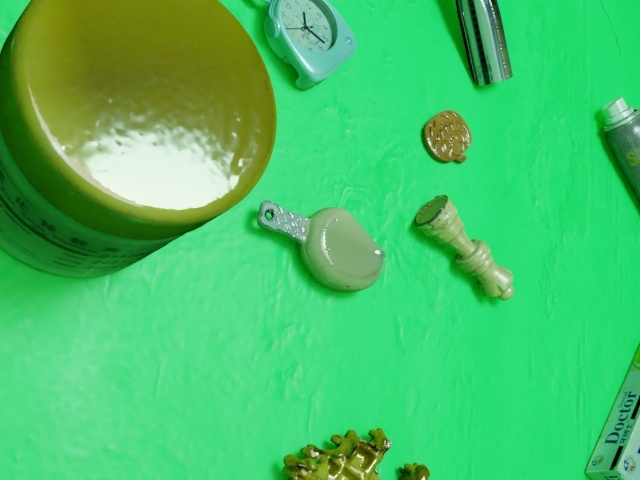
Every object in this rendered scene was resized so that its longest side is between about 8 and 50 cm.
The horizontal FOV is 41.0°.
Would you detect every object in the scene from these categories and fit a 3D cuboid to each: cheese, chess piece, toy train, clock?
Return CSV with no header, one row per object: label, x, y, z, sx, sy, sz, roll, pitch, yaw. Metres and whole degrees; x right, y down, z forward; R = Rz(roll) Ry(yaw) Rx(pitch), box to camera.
cheese,0.003,-0.005,1.023,0.171,0.048,0.092,42,56,-16
chess piece,0.201,0.017,1.150,0.172,0.060,0.060,46,55,-17
toy train,0.229,-0.354,1.244,0.055,0.048,0.251,-27,108,-38
clock,-0.028,-0.273,1.087,0.147,0.045,0.108,51,54,-10

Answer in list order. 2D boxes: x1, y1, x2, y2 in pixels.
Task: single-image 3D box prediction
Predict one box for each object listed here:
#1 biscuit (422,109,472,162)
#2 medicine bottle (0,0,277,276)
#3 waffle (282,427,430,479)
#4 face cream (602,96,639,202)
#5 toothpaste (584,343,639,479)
biscuit,0.183,-0.144,1.210,0.091,0.015,0.078,-41,100,-36
medicine bottle,-0.196,-0.099,0.801,0.238,0.232,0.237,12,68,-31
waffle,0.044,0.328,0.948,0.232,0.051,0.228,-4,81,-35
face cream,0.547,-0.104,1.412,0.073,0.073,0.283,-33,95,-37
toothpaste,0.497,0.236,1.278,0.081,0.067,0.336,46,55,-11
